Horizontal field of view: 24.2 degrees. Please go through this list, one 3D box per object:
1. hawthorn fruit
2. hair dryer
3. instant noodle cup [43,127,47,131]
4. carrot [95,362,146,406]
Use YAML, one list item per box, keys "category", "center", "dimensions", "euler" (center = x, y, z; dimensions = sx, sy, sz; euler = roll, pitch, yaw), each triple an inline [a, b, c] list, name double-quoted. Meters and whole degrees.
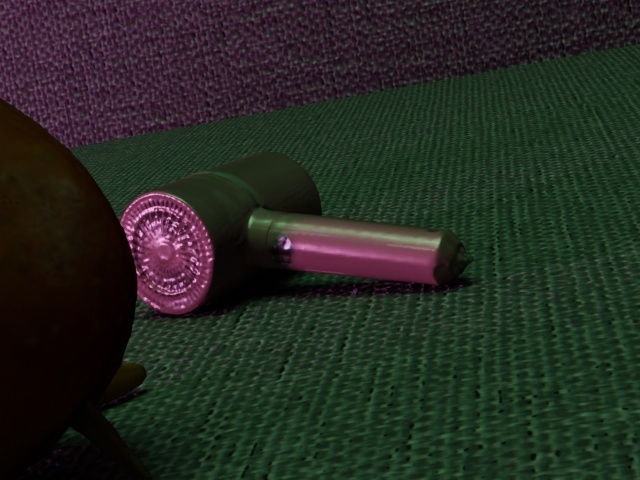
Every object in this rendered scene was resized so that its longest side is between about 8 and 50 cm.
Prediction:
- category: "hawthorn fruit"
  center: [-0.242, 0.060, 1.006]
  dimensions: [0.287, 0.330, 0.287]
  euler: [-53, -5, -7]
- category: "hair dryer"
  center: [0.000, 0.000, 1.459]
  dimensions: [0.352, 0.125, 0.210]
  euler: [8, 18, 31]
- category: "instant noodle cup"
  center: [-0.408, -0.020, 1.774]
  dimensions: [0.212, 0.193, 0.193]
  euler: [-17, 11, 6]
- category: "carrot"
  center: [-0.244, 0.135, 1.156]
  dimensions: [0.247, 0.043, 0.043]
  euler: [-17, 13, -31]
